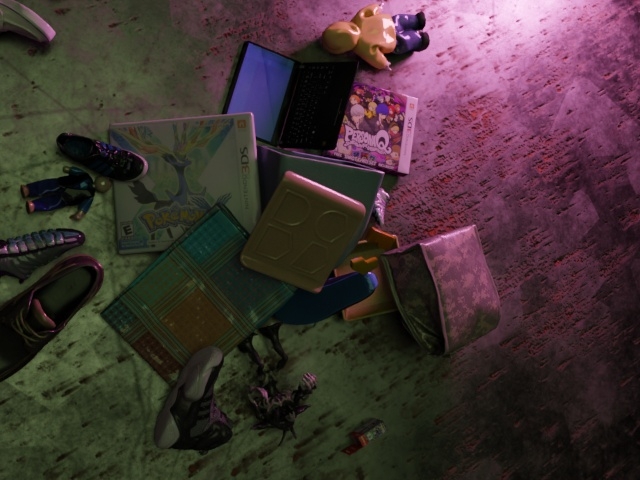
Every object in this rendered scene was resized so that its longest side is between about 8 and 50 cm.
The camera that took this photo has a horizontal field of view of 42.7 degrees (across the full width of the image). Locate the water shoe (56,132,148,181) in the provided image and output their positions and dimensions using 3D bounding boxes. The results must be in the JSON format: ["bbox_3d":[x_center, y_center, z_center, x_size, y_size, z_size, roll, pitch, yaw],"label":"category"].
[{"bbox_3d":[-0.484,-0.181,1.801,0.203,0.080,0.073,16,86,1],"label":"water shoe"}]

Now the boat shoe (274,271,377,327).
[{"bbox_3d":[0.018,0.144,1.950,0.258,0.089,0.109,-13,89,12],"label":"boat shoe"}]

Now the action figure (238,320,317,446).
[{"bbox_3d":[-0.102,0.336,1.884,0.164,0.141,0.275,-18,87,-23],"label":"action figure"}]

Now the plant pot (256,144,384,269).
[{"bbox_3d":[-0.027,-0.070,1.908,0.248,0.247,0.252,8,98,-20],"label":"plant pot"}]

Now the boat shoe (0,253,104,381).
[{"bbox_3d":[-0.602,0.158,1.718,0.132,0.130,0.355,44,71,-11],"label":"boat shoe"}]

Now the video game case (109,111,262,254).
[{"bbox_3d":[-0.304,-0.130,1.859,0.329,0.036,0.300,-5,86,-2],"label":"video game case"}]

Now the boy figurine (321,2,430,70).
[{"bbox_3d":[0.139,-0.516,2.093,0.285,0.092,0.177,-12,89,-21],"label":"boy figurine"}]

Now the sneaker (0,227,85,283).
[{"bbox_3d":[-0.619,0.037,1.768,0.224,0.083,0.098,-11,111,-19],"label":"sneaker"}]

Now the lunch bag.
[{"bbox_3d":[0.307,0.130,2.017,0.235,0.169,0.287,-18,89,-43],"label":"lunch bag"}]

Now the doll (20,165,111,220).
[{"bbox_3d":[-0.556,-0.105,1.809,0.189,0.046,0.129,-17,81,-28],"label":"doll"}]

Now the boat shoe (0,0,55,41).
[{"bbox_3d":[-0.712,-0.489,1.769,0.267,0.096,0.088,29,79,-14],"label":"boat shoe"}]

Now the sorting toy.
[{"bbox_3d":[0.000,0.000,1.805,0.307,0.041,0.229,23,104,-25],"label":"sorting toy"}]

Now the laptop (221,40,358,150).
[{"bbox_3d":[-0.075,-0.352,1.969,0.136,0.264,0.234,30,71,-53],"label":"laptop"}]

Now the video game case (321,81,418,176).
[{"bbox_3d":[0.129,-0.288,2.090,0.232,0.042,0.210,12,79,-19],"label":"video game case"}]

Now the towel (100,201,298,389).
[{"bbox_3d":[-0.268,0.134,1.827,0.370,0.040,0.271,-42,99,3],"label":"towel"}]

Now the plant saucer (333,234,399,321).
[{"bbox_3d":[0.117,0.094,2.041,0.188,0.045,0.188,-11,88,-22],"label":"plant saucer"}]

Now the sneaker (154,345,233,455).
[{"bbox_3d":[-0.250,0.361,1.821,0.153,0.101,0.268,25,104,-26],"label":"sneaker"}]

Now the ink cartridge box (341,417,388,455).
[{"bbox_3d":[0.101,0.475,1.984,0.115,0.063,0.029,-28,95,-21],"label":"ink cartridge box"}]

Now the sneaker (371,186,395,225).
[{"bbox_3d":[0.161,-0.090,2.082,0.069,0.038,0.098,-18,91,-21],"label":"sneaker"}]
